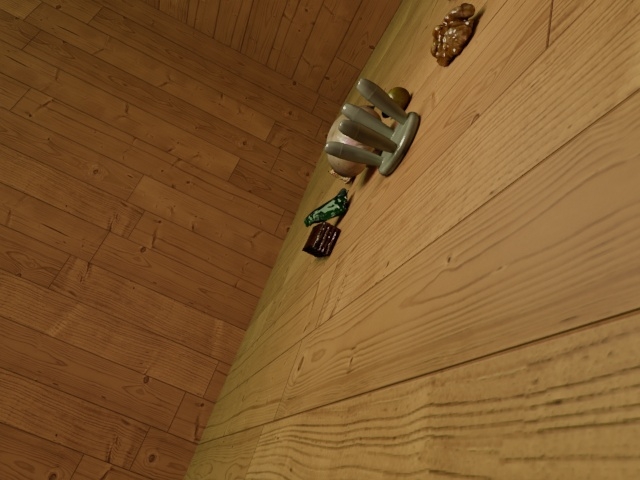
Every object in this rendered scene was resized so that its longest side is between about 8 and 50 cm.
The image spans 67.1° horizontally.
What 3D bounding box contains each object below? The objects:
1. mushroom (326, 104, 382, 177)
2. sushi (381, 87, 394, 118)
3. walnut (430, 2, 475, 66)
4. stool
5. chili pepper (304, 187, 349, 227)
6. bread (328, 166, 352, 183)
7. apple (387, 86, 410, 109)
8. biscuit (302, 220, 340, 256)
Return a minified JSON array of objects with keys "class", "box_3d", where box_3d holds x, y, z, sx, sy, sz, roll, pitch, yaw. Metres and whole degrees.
[{"class":"mushroom","box_3d":[0.120,-0.333,1.609,0.254,0.184,0.255,-59,9,16]},{"class":"sushi","box_3d":[0.250,-0.477,1.684,0.083,0.056,0.084,121,172,-79]},{"class":"walnut","box_3d":[0.336,-0.537,1.253,0.170,0.069,0.142,149,132,-76]},{"class":"stool","box_3d":[0.145,-0.309,1.346,0.195,0.199,0.195,-66,10,-18]},{"class":"chili pepper","box_3d":[0.027,-0.108,1.769,0.216,0.062,0.108,-34,21,26]},{"class":"bread","box_3d":[0.092,-0.289,1.930,0.065,0.103,0.187,-57,6,28]},{"class":"apple","box_3d":[0.248,-0.456,1.565,0.089,0.074,0.089,-42,9,8]},{"class":"biscuit","box_3d":[0.000,0.000,1.752,0.106,0.070,0.252,-64,8,-8]}]
